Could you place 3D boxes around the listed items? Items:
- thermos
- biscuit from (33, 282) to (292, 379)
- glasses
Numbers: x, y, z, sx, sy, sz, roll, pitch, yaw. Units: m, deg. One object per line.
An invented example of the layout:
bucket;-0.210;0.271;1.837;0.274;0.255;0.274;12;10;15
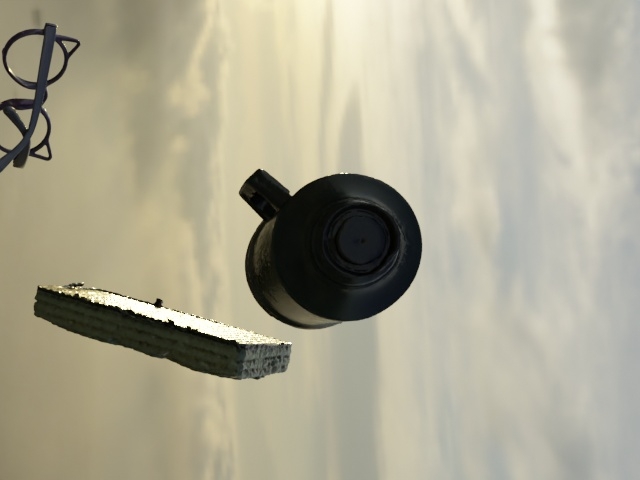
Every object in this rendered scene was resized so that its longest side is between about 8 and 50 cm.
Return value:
thermos;0.005;0.002;0.664;0.188;0.073;0.083;150;-76;-81
biscuit;-0.134;0.077;1.157;0.121;0.199;0.040;3;101;-70
glasses;-0.236;-0.096;1.097;0.104;0.062;0.140;-108;-146;-53
